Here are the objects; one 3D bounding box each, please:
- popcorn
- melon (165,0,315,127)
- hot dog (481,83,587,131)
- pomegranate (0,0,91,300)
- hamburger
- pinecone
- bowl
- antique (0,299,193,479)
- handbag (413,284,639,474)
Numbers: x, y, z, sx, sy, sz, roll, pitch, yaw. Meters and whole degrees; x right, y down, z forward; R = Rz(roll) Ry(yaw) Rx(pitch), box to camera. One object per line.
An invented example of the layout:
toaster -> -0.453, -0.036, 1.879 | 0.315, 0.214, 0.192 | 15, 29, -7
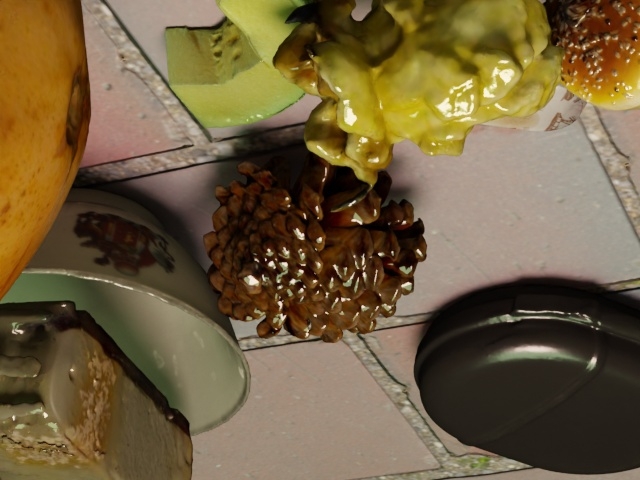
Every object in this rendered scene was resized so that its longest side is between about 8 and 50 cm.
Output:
popcorn -> 0.079, -0.127, 1.391 | 0.195, 0.168, 0.173 | -28, 132, -20
melon -> -0.057, -0.162, 1.499 | 0.118, 0.064, 0.209 | 21, 146, -26
hot dog -> 0.131, -0.132, 1.533 | 0.192, 0.053, 0.099 | 5, 148, -7
pomegranate -> -0.353, -0.119, 1.324 | 0.417, 0.416, 0.416 | 3, 147, 2
hamburger -> 0.222, -0.162, 1.415 | 0.081, 0.141, 0.126 | 8, 121, -41
pinecone -> -0.001, 0.002, 1.656 | 0.195, 0.150, 0.179 | 13, 128, -15
bowl -> -0.225, 0.055, 1.760 | 0.337, 0.157, 0.337 | 4, 147, 2
antique -> -0.223, 0.160, 1.662 | 0.150, 0.125, 0.284 | -4, 147, 13
handbag -> 0.246, 0.144, 1.904 | 0.308, 0.093, 0.254 | 20, 144, -23
